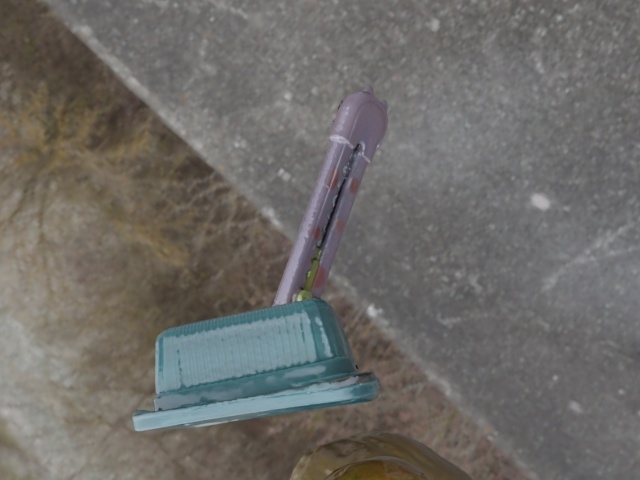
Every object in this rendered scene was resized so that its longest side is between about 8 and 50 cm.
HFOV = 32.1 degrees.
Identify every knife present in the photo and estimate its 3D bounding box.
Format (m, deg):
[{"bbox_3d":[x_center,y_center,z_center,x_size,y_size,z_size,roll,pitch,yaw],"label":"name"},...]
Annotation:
[{"bbox_3d":[0.001,0.000,1.299,0.038,0.398,0.132,10,165,34],"label":"knife"}]

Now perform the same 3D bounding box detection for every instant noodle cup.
[{"bbox_3d":[-0.041,0.087,0.756,0.157,0.070,0.179,-11,171,2],"label":"instant noodle cup"}]

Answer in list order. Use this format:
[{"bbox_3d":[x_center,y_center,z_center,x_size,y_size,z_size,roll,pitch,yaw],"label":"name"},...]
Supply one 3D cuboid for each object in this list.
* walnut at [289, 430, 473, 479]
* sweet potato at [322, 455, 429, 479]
[{"bbox_3d":[0.074,0.342,1.104,0.285,0.285,0.296,30,132,9],"label":"walnut"},{"bbox_3d":[0.012,0.248,0.837,0.097,0.097,0.292,31,141,7],"label":"sweet potato"}]
